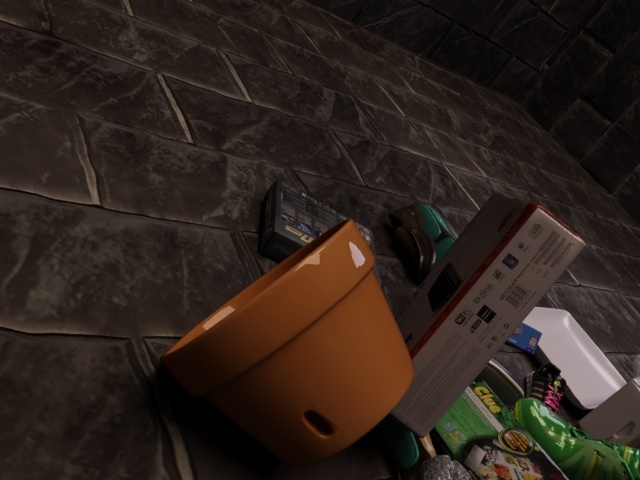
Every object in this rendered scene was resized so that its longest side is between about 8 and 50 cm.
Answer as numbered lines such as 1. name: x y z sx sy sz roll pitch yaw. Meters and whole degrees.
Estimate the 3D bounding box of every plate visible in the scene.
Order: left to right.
1. plate: 0.561 0.267 1.536 0.278 0.045 0.277 9 39 -42

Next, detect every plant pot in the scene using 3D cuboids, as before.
1. plant pot: -0.021 0.137 0.847 0.203 0.291 0.291 54 28 -4

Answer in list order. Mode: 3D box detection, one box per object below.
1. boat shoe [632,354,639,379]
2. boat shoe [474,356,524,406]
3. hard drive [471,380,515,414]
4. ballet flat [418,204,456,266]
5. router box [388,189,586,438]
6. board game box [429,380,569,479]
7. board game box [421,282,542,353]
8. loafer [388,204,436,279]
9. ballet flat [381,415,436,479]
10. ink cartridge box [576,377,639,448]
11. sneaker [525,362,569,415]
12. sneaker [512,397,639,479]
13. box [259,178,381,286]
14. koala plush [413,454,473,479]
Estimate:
1. boat shoe: 0.733 0.333 1.531 0.063 0.066 0.184 -5 43 2
2. boat shoe: 0.258 0.206 1.233 0.254 0.095 0.079 30 39 5
3. hard drive: 0.305 0.390 1.033 0.237 0.064 0.339 32 27 -9
4. ballet flat: 0.283 0.017 1.564 0.087 0.083 0.247 33 26 -39
5. router box: 0.213 0.090 1.015 0.082 0.335 0.301 37 8 -1
6. board game box: 0.248 0.305 0.980 0.136 0.030 0.260 -8 31 -19
7. board game box: 0.292 0.144 1.296 0.160 0.047 0.210 28 -6 -17
8. loafer: 0.197 0.009 1.496 0.078 0.080 0.220 -5 40 -6
9. ballet flat: 0.146 0.325 0.938 0.073 0.080 0.232 34 26 -31
10. ink cartridge box: 0.643 0.354 1.375 0.218 0.158 0.092 6 41 -45
11. sneaker: 0.442 0.297 1.320 0.063 0.075 0.170 35 28 -5
12. sneaker: 0.427 0.339 1.051 0.295 0.123 0.109 41 28 9
13. box: 0.000 0.000 1.279 0.232 0.059 0.183 27 29 -20
14. koala plush: 0.085 0.369 0.687 0.203 0.196 0.221 56 28 13
